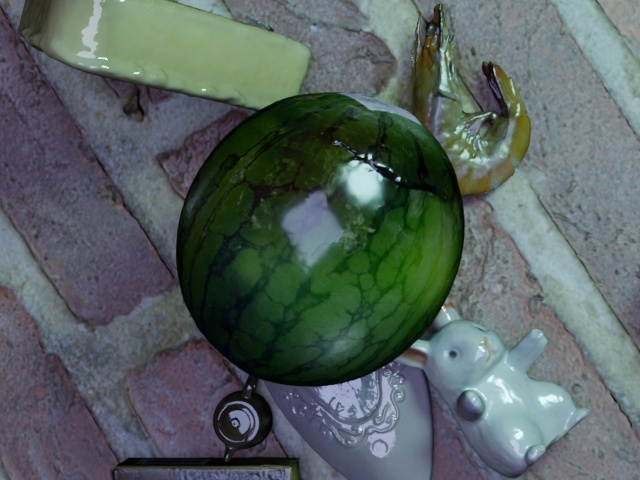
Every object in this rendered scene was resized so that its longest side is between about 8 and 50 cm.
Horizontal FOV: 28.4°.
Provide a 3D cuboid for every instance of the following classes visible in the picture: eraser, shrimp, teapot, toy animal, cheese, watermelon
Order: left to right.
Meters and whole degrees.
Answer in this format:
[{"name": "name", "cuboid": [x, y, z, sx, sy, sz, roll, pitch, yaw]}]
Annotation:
[{"name": "cheese", "cuboid": [-0.224, -0.247, 1.509, 0.384, 0.384, 0.104, 18, 99, 8]}, {"name": "teapot", "cuboid": [-0.102, 0.227, 1.638, 0.076, 0.068, 0.121, 18, 91, 9]}, {"name": "watermelon", "cuboid": [0.000, 0.000, 1.488, 0.363, 0.363, 0.363, 0, 91, 8]}, {"name": "eraser", "cuboid": [0.067, 0.233, 1.618, 0.204, 0.059, 0.243, -30, 83, 8]}, {"name": "shrimp", "cuboid": [0.179, -0.178, 1.597, 0.150, 0.068, 0.248, -16, 94, -4]}, {"name": "toy animal", "cuboid": [0.195, 0.161, 1.557, 0.140, 0.138, 0.282, -36, 91, -32]}]

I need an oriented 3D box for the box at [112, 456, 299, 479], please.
[{"name": "box", "cuboid": [-0.146, 0.365, 1.650, 0.240, 0.071, 0.159, -1, 89, 9]}]
